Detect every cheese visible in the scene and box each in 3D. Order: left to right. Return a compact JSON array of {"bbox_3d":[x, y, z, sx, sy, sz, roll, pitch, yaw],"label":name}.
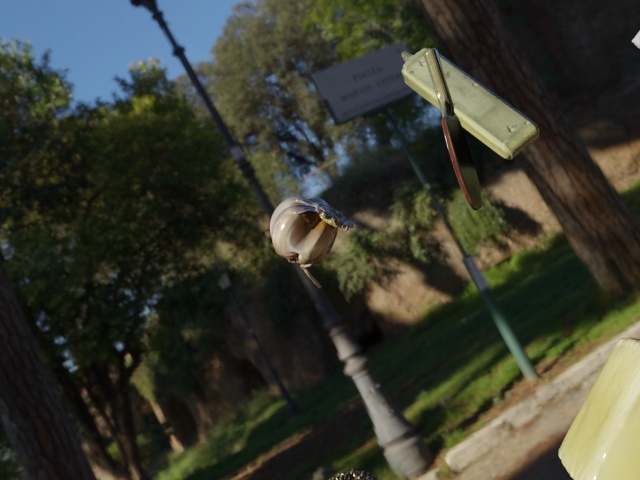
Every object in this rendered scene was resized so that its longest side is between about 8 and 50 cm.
[{"bbox_3d":[0.469,0.273,1.228,0.265,0.124,0.242,15,-81,-82],"label":"cheese"}]

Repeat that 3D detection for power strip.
[{"bbox_3d":[0.300,-0.304,1.760,0.092,0.387,0.066,-39,-33,-8],"label":"power strip"}]

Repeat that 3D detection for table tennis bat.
[{"bbox_3d":[0.218,-0.180,1.346,0.021,0.274,0.154,-16,3,21],"label":"table tennis bat"}]

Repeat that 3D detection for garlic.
[{"bbox_3d":[0.000,0.000,2.026,0.207,0.256,0.207,-26,20,10],"label":"garlic"}]

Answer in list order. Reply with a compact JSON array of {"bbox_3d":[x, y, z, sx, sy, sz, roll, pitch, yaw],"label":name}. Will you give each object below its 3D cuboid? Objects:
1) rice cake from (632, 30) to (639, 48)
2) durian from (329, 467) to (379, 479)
[{"bbox_3d":[0.749,-0.436,1.645,0.198,0.189,0.037,-62,8,10],"label":"rice cake"},{"bbox_3d":[0.072,0.527,1.557,0.196,0.196,0.167,-27,-35,-10],"label":"durian"}]
